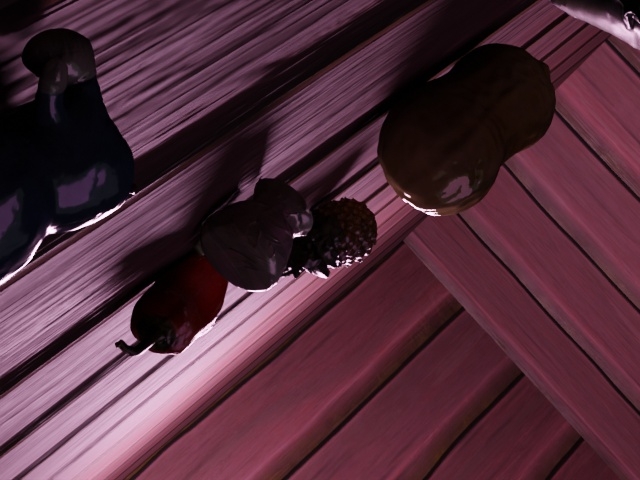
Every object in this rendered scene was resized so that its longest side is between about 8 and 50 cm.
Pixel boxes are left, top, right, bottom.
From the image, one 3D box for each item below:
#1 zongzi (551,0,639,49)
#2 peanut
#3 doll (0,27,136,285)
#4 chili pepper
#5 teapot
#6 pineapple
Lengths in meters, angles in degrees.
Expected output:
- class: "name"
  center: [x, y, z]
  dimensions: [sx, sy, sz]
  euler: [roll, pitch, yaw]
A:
- class: "zongzi"
  center: [0.423, -0.306, 1.066]
  dimensions: [0.362, 0.319, 0.383]
  euler: [-37, 155, -34]
- class: "peanut"
  center: [0.130, -0.098, 1.127]
  dimensions: [0.125, 0.111, 0.274]
  euler: [-40, 177, 40]
- class: "doll"
  center: [-0.093, -0.020, 0.372]
  dimensions: [0.083, 0.050, 0.076]
  euler: [-37, 169, -35]
- class: "chili pepper"
  center: [-0.094, 0.042, 0.914]
  dimensions: [0.059, 0.050, 0.191]
  euler: [-64, 172, 30]
- class: "teapot"
  center: [-0.047, -0.006, 0.868]
  dimensions: [0.083, 0.064, 0.064]
  euler: [1, -141, 46]
- class: "pineapple"
  center: [0.000, 0.000, 1.237]
  dimensions: [0.074, 0.074, 0.159]
  euler: [-44, 170, 27]
